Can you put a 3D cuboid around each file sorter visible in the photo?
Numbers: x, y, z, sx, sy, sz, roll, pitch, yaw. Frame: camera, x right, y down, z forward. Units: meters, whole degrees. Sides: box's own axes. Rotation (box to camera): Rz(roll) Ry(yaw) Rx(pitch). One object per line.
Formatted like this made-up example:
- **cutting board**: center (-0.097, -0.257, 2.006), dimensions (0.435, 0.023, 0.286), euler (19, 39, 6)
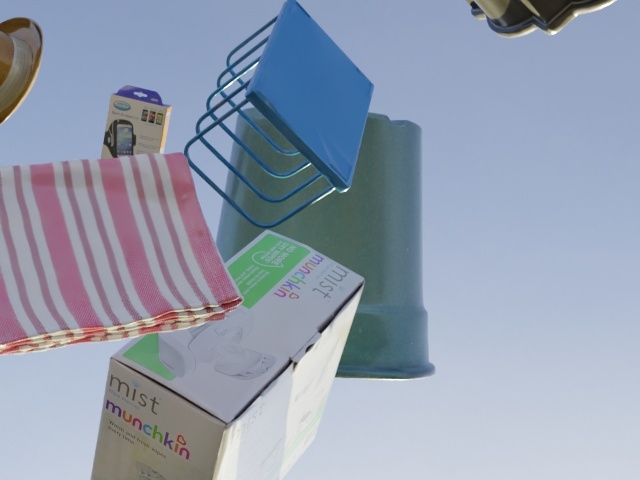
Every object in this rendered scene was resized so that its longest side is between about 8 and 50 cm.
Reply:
- **file sorter**: center (-0.037, -0.111, 0.916), dimensions (0.104, 0.170, 0.118), euler (-32, -64, 31)

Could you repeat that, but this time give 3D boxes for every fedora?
- **fedora**: center (-0.452, -0.231, 1.348), dimensions (0.194, 0.194, 0.079), euler (-18, -32, 31)

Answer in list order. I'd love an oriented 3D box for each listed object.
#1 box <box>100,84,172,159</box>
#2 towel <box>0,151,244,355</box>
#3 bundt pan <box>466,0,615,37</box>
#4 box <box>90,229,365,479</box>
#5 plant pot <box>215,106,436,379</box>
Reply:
- **box**: center (-0.253, -0.142, 1.395), dimensions (0.081, 0.028, 0.136), euler (14, -78, 4)
- **towel**: center (-0.162, 0.001, 0.710), dimensions (0.197, 0.144, 0.029), euler (-7, -29, -34)
- **bundt pan**: center (0.191, -0.326, 0.775), dimensions (0.124, 0.330, 0.331), euler (32, -46, -25)
- **box**: center (-0.086, 0.156, 0.969), dimensions (0.127, 0.262, 0.231), euler (27, -54, 16)
- **plant pot**: center (0.000, 0.000, 1.378), dimensions (0.341, 0.341, 0.334), euler (5, -90, 13)
